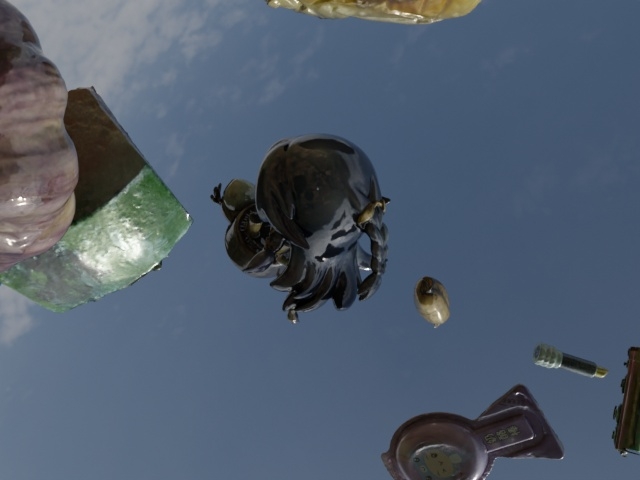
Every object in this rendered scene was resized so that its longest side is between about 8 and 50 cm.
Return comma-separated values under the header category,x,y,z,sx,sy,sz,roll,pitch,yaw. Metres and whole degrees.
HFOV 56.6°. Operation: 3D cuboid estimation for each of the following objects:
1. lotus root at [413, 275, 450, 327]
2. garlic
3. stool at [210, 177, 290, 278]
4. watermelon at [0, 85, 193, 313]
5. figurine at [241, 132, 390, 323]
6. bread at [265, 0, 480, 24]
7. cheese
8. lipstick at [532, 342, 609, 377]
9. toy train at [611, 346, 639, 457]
category,x,y,z,sx,sy,sz,roll,pitch,yaw
lotus root,0.204,0.113,1.090,0.063,0.152,0.072,-15,-134,12
garlic,-0.305,-0.073,0.454,0.245,0.160,0.245,9,-63,18
stool,-0.104,-0.031,1.009,0.217,0.125,0.121,58,-38,19
watermelon,-0.367,-0.063,0.855,0.264,0.151,0.302,-34,-94,-7
figurine,0.003,-0.015,0.824,0.197,0.265,0.175,-16,-156,14
bread,0.060,-0.437,0.866,0.236,0.389,0.183,152,-57,-67
cheese,0.155,0.223,0.647,0.191,0.042,0.105,-30,-82,22
lipstick,0.398,0.196,0.941,0.116,0.037,0.037,18,-95,4
toy train,0.416,0.214,0.790,0.038,0.071,0.148,11,-102,23
